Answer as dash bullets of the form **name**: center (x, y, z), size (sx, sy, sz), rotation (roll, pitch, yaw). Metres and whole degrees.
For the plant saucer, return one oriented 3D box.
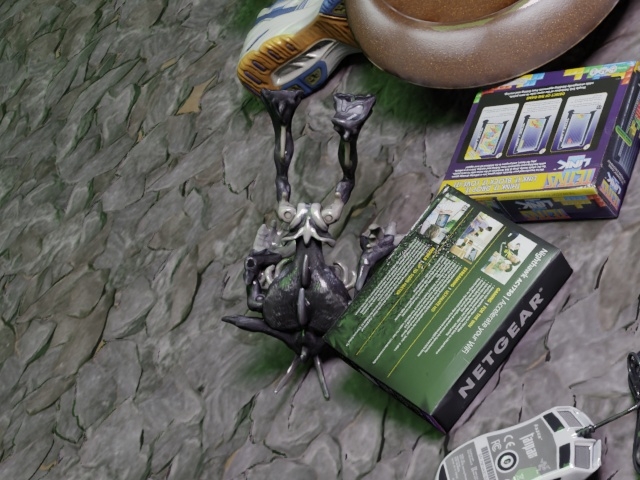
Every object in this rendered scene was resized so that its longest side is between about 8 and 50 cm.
- **plant saucer**: center (0.157, -0.289, 1.389), size (0.311, 0.050, 0.310), rotation (-14, 55, 21)

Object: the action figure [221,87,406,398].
- **action figure**: center (0.000, 0.000, 1.319), size (0.164, 0.141, 0.275), rotation (5, 97, 15)

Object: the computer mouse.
- **computer mouse**: center (0.177, 0.161, 1.075), size (0.193, 0.042, 0.106), rotation (-25, 45, 16)

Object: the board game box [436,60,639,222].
- **board game box**: center (0.203, -0.085, 1.280), size (0.170, 0.048, 0.141), rotation (-2, 56, 43)

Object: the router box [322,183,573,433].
- **router box**: center (0.107, 0.055, 1.213), size (0.133, 0.046, 0.179), rotation (34, 81, 37)

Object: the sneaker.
- **sneaker**: center (0.030, -0.266, 1.569), size (0.296, 0.112, 0.131), rotation (-21, 42, 28)
